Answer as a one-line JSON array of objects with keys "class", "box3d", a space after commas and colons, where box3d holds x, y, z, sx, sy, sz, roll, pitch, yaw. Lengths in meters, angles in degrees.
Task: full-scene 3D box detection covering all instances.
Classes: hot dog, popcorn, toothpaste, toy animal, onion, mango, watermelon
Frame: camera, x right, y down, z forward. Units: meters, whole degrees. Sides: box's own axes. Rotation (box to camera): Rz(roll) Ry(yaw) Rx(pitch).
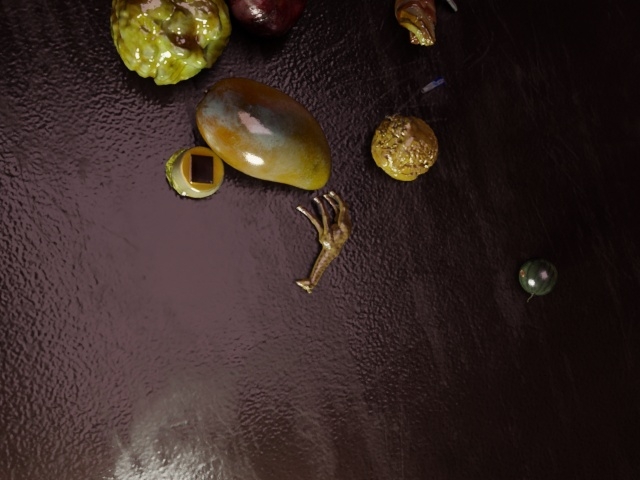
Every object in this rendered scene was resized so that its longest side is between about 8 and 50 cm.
[{"class": "hot dog", "box3d": [0.257, -0.628, 1.567, 0.123, 0.093, 0.261, 23, 56, -30]}, {"class": "popcorn", "box3d": [-0.355, -0.500, 1.327, 0.282, 0.247, 0.281, -2, 98, -15]}, {"class": "toothpaste", "box3d": [0.322, -0.442, 1.619, 0.083, 0.015, 0.024, -34, 94, -20]}, {"class": "toy animal", "box3d": [0.010, 0.001, 1.488, 0.149, 0.054, 0.275, 2, 87, -12]}, {"class": "onion", "box3d": [-0.125, -0.626, 1.391, 0.252, 0.219, 0.252, 32, 50, -49]}, {"class": "mango", "box3d": [-0.124, -0.252, 1.398, 0.384, 0.199, 0.221, 34, 69, -22]}, {"class": "watermelon", "box3d": [0.615, 0.114, 1.617, 0.105, 0.105, 0.133, 20, 87, -13]}]

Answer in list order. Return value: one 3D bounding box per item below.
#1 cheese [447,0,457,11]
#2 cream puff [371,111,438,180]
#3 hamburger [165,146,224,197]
[{"class": "cheese", "box3d": [0.329, -0.710, 1.591, 0.192, 0.037, 0.097, 31, 43, -39]}, {"class": "cream puff", "box3d": [0.230, -0.256, 1.524, 0.189, 0.129, 0.188, 1, 86, -18]}, {"class": "hamburger", "box3d": [-0.307, -0.168, 1.398, 0.141, 0.081, 0.126, -17, 93, -28]}]
